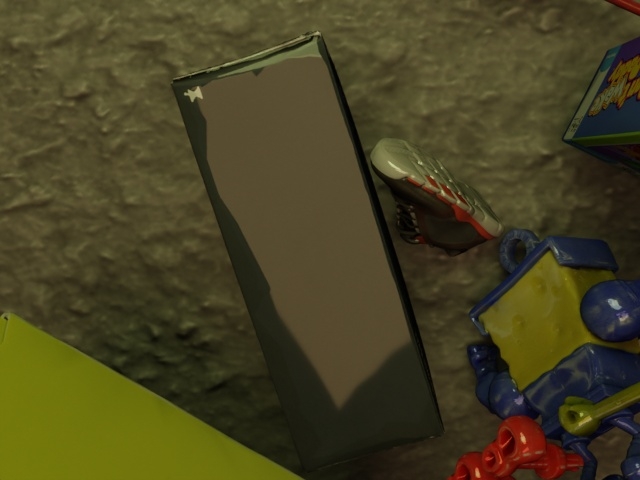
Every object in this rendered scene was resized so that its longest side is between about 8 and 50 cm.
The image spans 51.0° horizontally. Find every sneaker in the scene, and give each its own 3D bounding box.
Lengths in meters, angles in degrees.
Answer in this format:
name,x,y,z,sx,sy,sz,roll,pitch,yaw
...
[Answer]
name,x,y,z,sx,sy,sz,roll,pitch,yaw
sneaker,0.082,-0.021,0.514,0.065,0.061,0.158,-42,136,21

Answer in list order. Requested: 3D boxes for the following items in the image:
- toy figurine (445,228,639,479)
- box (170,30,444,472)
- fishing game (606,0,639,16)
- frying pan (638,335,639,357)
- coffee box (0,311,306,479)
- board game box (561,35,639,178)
name,x,y,z,sx,sy,sz,roll,pitch,yaw
toy figurine,0.167,0.058,0.463,0.191,0.217,0.362,9,137,-22
box,0.000,0.000,0.495,0.103,0.184,0.261,-17,98,8
fishing game,0.231,-0.306,0.496,0.189,0.041,0.264,24,93,1
frying pan,0.354,0.017,0.531,0.197,0.053,0.326,21,103,3
coffee box,-0.166,0.322,0.423,0.338,0.338,0.334,30,137,-1
board game box,0.342,-0.020,0.388,0.347,0.233,0.078,26,99,3
